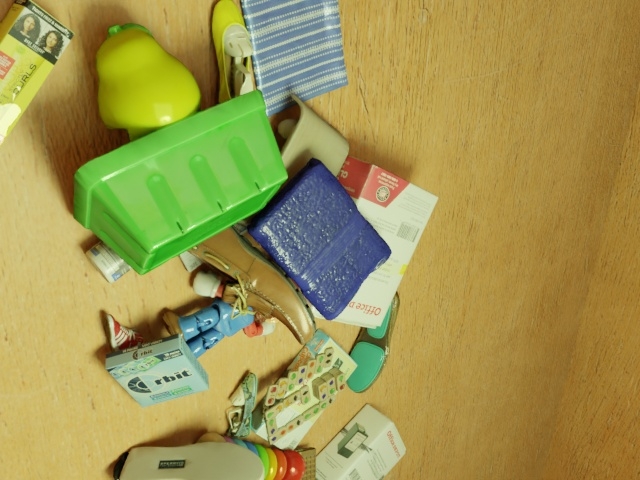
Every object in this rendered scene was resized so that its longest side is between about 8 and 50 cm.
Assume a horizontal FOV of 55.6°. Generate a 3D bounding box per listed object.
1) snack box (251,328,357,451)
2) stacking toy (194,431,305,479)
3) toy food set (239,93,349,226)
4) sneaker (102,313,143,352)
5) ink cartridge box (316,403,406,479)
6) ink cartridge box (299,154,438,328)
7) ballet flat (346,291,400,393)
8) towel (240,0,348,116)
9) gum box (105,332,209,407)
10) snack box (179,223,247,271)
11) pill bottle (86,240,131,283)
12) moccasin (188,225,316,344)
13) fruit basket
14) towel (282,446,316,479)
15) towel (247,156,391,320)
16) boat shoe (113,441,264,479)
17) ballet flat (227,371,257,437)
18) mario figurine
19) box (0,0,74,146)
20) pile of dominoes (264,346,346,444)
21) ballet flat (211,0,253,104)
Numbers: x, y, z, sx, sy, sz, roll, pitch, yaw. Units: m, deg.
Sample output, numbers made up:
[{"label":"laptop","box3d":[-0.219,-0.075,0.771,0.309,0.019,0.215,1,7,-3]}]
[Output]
[{"label":"snack box","box3d":[-0.047,0.425,1.698,0.322,0.060,0.187,-50,136,-12]},{"label":"stacking toy","box3d":[-0.173,0.587,1.586,0.330,0.141,0.141,24,93,-42]},{"label":"toy food set","box3d":[-0.071,-0.152,1.380,0.306,0.092,0.220,-61,149,2]},{"label":"sneaker","box3d":[-0.407,0.189,1.256,0.067,0.042,0.118,-23,132,-29]},{"label":"ink cartridge box","box3d":[0.121,0.705,1.949,0.289,0.122,0.211,-41,133,-21]},{"label":"ink cartridge box","box3d":[0.094,0.006,1.546,0.279,0.160,0.384,19,96,-45]},{"label":"ballet flat","box3d":[0.169,0.290,1.816,0.124,0.116,0.342,-9,114,-62]},{"label":"towel","box3d":[-0.048,-0.452,1.275,0.243,0.040,0.335,-29,128,-29]},{"label":"gum box","box3d":[-0.341,0.280,1.288,0.157,0.041,0.184,-15,138,1]},{"label":"snack box","box3d":[-0.233,-0.006,1.335,0.178,0.022,0.064,-38,133,-23]},{"label":"pill bottle","box3d":[-0.373,0.013,1.174,0.137,0.078,0.078,-40,132,-21]},{"label":"moccasin","box3d":[-0.164,0.083,1.253,0.380,0.139,0.147,45,76,-12]},{"label":"fruit basket","box3d":[-0.284,-0.178,1.089,0.392,0.283,0.391,7,70,-20]},{"label":"towel","box3d":[-0.162,0.732,1.680,0.370,0.040,0.271,5,85,-41]},{"label":"towel","box3d":[0.000,0.000,1.336,0.227,0.076,0.308,-48,120,-14]},{"label":"boat shoe","box3d":[-0.290,0.560,1.400,0.127,0.341,0.158,-79,168,-52]},{"label":"ballet flat","box3d":[-0.203,0.427,1.554,0.070,0.070,0.188,-7,111,-41]},{"label":"mario figurine","box3d":[-0.201,0.153,1.406,0.321,0.170,0.198,-23,162,-21]},{"label":"box","box3d":[-0.489,-0.256,0.945,0.087,0.058,0.232,37,84,-47]},{"label":"pile of dominoes","box3d":[-0.039,0.421,1.630,0.251,0.040,0.195,-26,125,-32]},{"label":"ballet flat","box3d":[-0.163,-0.349,1.190,0.077,0.077,0.230,-18,121,-35]}]
